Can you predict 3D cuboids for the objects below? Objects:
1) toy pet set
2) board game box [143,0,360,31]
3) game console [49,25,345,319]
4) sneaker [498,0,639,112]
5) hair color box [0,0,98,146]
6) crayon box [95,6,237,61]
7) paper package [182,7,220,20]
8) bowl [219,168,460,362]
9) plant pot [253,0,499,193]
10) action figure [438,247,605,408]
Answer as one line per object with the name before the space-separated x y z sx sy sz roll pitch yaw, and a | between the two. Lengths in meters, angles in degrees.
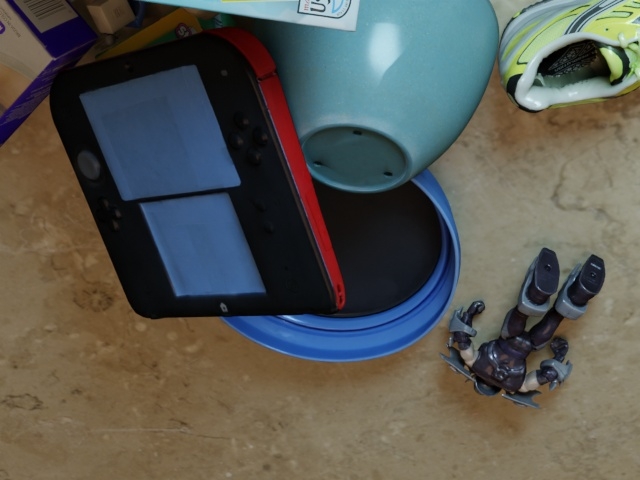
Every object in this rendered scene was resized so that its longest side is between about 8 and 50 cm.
toy pet set | -0.273 -0.302 1.587 0.114 0.065 0.122 16 138 49
board game box | -0.116 -0.338 1.142 0.336 0.079 0.254 7 102 -5
game console | -0.158 -0.064 1.499 0.386 0.060 0.342 -4 107 46
sneaker | 0.380 -0.232 1.409 0.384 0.147 0.145 -23 118 27
hair color box | -0.460 -0.216 1.626 0.185 0.110 0.339 50 126 -2
crayon box | -0.144 -0.144 1.580 0.165 0.081 0.278 -23 93 30
paper package | -0.093 -0.427 1.249 0.325 0.168 0.309 -38 102 4
bowl | 0.000 0.000 1.733 0.391 0.077 0.391 7 129 9
plant pot | 0.051 -0.170 1.453 0.290 0.195 0.290 8 149 5
action figure | 0.282 0.131 1.760 0.185 0.099 0.285 20 134 -11
